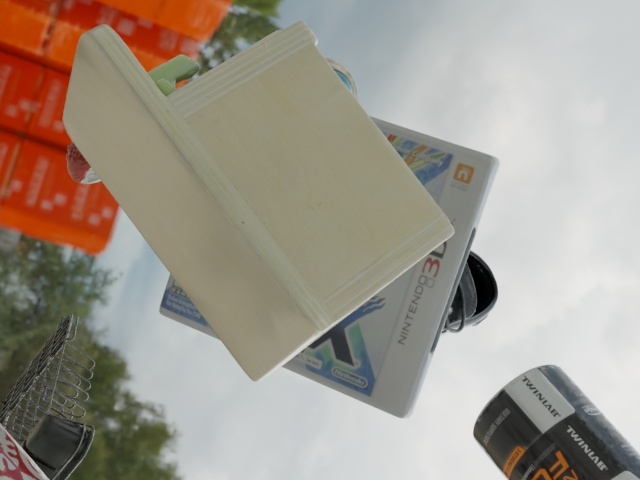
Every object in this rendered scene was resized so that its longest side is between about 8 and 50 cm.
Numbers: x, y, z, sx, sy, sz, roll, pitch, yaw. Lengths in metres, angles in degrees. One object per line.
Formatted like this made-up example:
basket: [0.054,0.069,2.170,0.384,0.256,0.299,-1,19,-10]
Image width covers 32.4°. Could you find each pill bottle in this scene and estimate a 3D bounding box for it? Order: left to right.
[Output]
pill bottle: [0.286,0.261,1.185,0.245,0.130,0.130,50,-55,33]

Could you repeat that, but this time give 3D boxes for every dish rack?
dish rack: [-0.364,0.231,1.424,0.208,0.074,0.271,-48,-157,22]

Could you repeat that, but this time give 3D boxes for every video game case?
video game case: [0.000,0.000,1.237,0.036,0.329,0.300,4,105,-67]

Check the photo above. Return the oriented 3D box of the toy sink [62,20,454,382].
toy sink: [-0.046,-0.046,0.738,0.131,0.234,0.153,-36,175,-26]

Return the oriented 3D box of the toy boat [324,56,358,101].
toy boat: [-0.099,-0.149,1.665,0.148,0.318,0.267,-102,-166,-53]

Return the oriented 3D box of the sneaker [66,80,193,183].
sneaker: [-0.138,-0.090,1.059,0.088,0.225,0.092,27,-53,42]

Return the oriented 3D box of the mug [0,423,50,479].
mug: [-0.289,0.172,0.864,0.113,0.169,0.150,-40,-166,-29]

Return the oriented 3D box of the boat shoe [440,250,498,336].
boat shoe: [0.143,0.061,1.648,0.156,0.500,0.186,-19,-104,22]
